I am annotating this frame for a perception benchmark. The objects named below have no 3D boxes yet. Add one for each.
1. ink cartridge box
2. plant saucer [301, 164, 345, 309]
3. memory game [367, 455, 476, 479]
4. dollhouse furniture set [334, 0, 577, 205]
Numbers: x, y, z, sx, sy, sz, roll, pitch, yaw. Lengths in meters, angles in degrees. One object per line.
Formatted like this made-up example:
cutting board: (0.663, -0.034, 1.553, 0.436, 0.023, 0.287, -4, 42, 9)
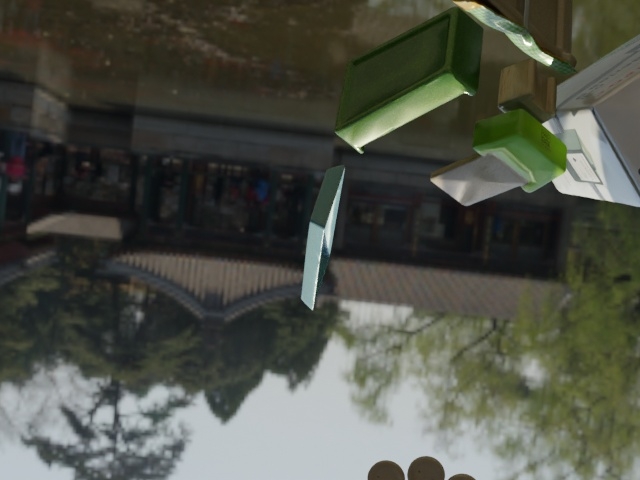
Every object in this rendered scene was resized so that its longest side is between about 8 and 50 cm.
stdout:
ink cartridge box: (0.358, -0.144, 1.121, 0.211, 0.121, 0.289, -32, -173, -1)
plant saucer: (0.000, 0.000, 0.984, 0.018, 0.067, 0.192, 16, 154, 5)
memory game: (0.091, 0.300, 1.017, 0.186, 0.186, 0.012, 6, -175, 7)
dollhouse furniture set: (0.156, -0.208, 1.118, 0.197, 0.301, 0.151, 33, 142, -31)
